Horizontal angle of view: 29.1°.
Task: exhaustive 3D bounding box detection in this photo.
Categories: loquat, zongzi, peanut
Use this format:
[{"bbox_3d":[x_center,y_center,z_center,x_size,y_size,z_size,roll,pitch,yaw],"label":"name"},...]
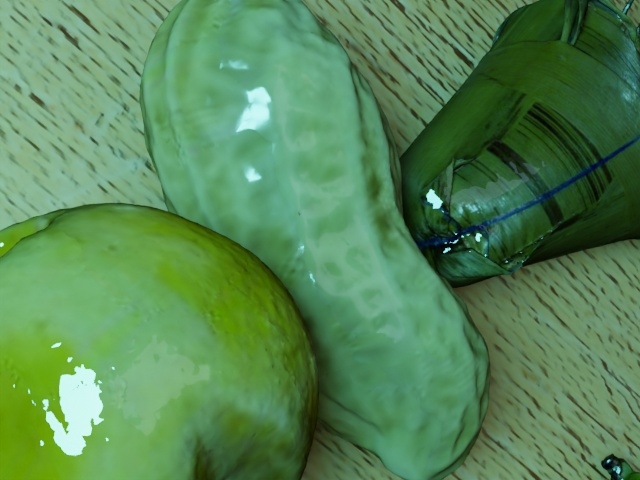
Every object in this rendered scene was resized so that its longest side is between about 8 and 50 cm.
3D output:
[{"bbox_3d":[-0.101,0.084,0.594,0.213,0.213,0.213,10,72,-34],"label":"loquat"},{"bbox_3d":[0.190,-0.007,0.890,0.289,0.123,0.260,50,59,-20],"label":"zongzi"},{"bbox_3d":[0.000,0.000,0.735,0.325,0.140,0.153,60,37,-10],"label":"peanut"}]

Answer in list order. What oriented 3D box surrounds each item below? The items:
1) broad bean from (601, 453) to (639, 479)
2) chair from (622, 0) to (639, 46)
[{"bbox_3d":[0.255,0.258,0.907,0.070,0.048,0.214,-18,88,-35],"label":"broad bean"},{"bbox_3d":[0.354,-0.176,1.040,0.213,0.149,0.174,-38,103,-32],"label":"chair"}]
